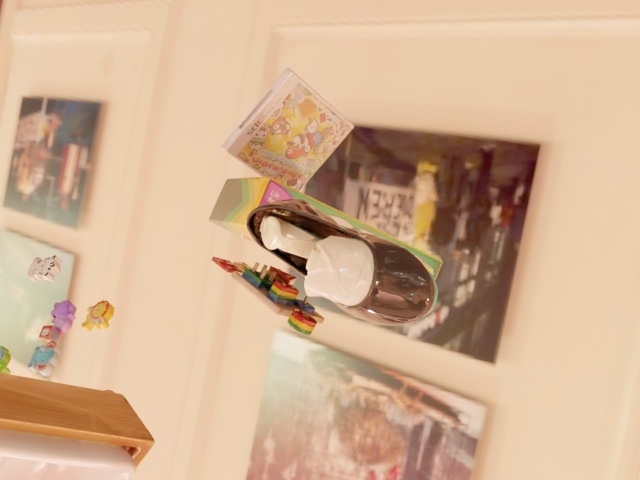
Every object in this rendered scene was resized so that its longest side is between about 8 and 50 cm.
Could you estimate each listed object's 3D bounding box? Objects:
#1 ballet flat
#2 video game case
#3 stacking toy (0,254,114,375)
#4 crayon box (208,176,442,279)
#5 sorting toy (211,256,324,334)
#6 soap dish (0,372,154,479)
[{"bbox_3d":[0.006,0.023,1.036,0.096,0.095,0.280,7,-167,-40],"label":"ballet flat"},{"bbox_3d":[-0.062,-0.213,1.872,0.227,0.206,0.026,34,-171,-47],"label":"video game case"},{"bbox_3d":[-0.413,0.153,1.433,0.052,0.221,0.167,-4,143,26],"label":"stacking toy"},{"bbox_3d":[0.000,0.000,1.731,0.363,0.106,0.313,25,176,-19],"label":"crayon box"},{"bbox_3d":[-0.073,0.083,1.622,0.274,0.046,0.132,35,-170,38],"label":"sorting toy"},{"bbox_3d":[-0.372,0.251,1.051,0.291,0.229,0.118,16,-142,-30],"label":"soap dish"}]
